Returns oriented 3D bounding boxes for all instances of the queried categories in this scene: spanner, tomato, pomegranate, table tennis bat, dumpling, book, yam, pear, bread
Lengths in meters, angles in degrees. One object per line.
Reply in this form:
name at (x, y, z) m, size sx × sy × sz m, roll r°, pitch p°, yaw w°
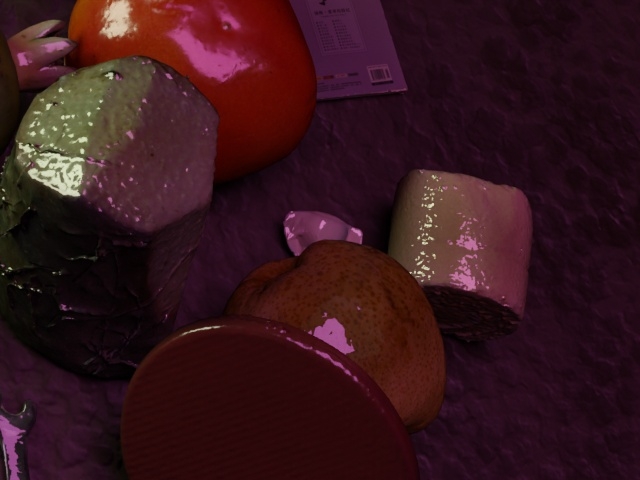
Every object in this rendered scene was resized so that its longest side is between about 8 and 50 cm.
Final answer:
spanner at (-0.267, 0.256, 1.639) m, size 0.054 × 0.015 × 0.254 m, roll -2°, pitch 70°, yaw -24°
tomato at (-0.121, -0.178, 1.791) m, size 0.260 × 0.180 × 0.260 m, roll 7°, pitch 68°, yaw -19°
pomegranate at (-0.334, -0.149, 1.684) m, size 0.225 × 0.187 × 0.187 m, roll -15°, pitch 76°, yaw -26°
table tennis bat at (-0.021, 0.249, 1.637) m, size 0.415 × 0.268 × 0.051 m, roll 62°, pitch 25°, yaw -16°
dumpling at (-0.001, 0.000, 1.849) m, size 0.077 × 0.043 × 0.059 m, roll 16°, pitch 79°, yaw -34°
book at (0.014, -0.236, 1.967) m, size 0.127 × 0.014 × 0.182 m, roll -9°, pitch 73°, yaw -26°
yam at (-0.197, -0.025, 1.644) m, size 0.201 × 0.271 × 0.202 m, roll 14°, pitch 58°, yaw -16°
pear at (0.001, 0.109, 1.715) m, size 0.228 × 0.188 × 0.211 m, roll -26°, pitch 84°, yaw -27°
bread at (0.142, 0.012, 1.851) m, size 0.148 × 0.134 × 0.141 m, roll 22°, pitch 62°, yaw -29°
